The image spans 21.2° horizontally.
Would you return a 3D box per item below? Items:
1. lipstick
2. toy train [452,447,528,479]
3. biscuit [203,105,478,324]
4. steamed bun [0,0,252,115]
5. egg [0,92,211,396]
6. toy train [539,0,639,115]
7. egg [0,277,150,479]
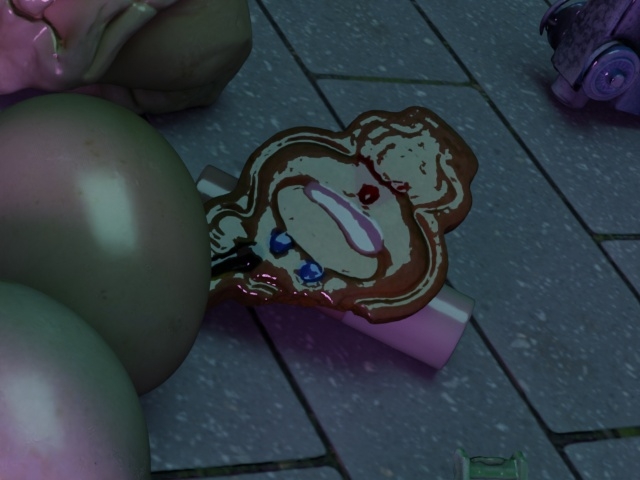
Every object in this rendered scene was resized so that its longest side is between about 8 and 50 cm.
[{"bbox_3d":[0.003,0.023,1.443,0.254,0.070,0.070,27,34,0],"label":"lipstick"},{"bbox_3d":[0.133,0.233,1.245,0.099,0.081,0.149,7,39,-28],"label":"toy train"},{"bbox_3d":[-0.006,-0.007,1.392,0.320,0.047,0.183,-15,67,-17],"label":"biscuit"},{"bbox_3d":[-0.202,-0.247,1.542,0.289,0.203,0.276,33,34,8],"label":"steamed bun"},{"bbox_3d":[-0.174,0.006,1.244,0.188,0.188,0.253,2,46,-31],"label":"egg"},{"bbox_3d":[0.383,-0.261,1.877,0.202,0.299,0.131,10,35,-36],"label":"toy train"},{"bbox_3d":[-0.207,0.123,1.068,0.186,0.186,0.253,-3,31,-37],"label":"egg"}]
